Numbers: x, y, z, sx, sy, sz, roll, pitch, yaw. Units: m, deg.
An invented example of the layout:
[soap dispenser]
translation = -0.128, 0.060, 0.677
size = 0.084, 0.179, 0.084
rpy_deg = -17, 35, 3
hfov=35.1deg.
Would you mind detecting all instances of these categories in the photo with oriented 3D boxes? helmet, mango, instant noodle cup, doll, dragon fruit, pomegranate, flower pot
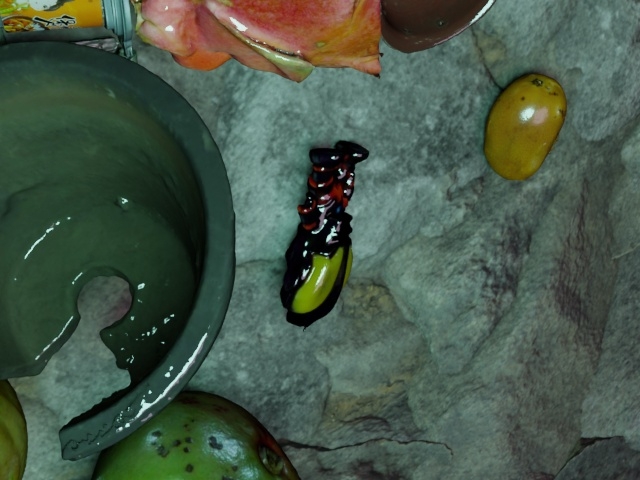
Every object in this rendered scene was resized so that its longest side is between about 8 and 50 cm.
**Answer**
[helmet]
translation = 0.112, -0.303, 1.134
size = 0.155, 0.106, 0.175
rpy_deg = 23, 108, -43
[mango]
translation = 0.275, -0.146, 1.363
size = 0.105, 0.084, 0.159
rpy_deg = -7, 121, -25
[instant noodle cup]
translation = -0.243, -0.255, 0.886
size = 0.125, 0.177, 0.208
rpy_deg = -12, 105, -13
[doll]
translation = 0.001, 0.001, 1.261
size = 0.127, 0.088, 0.248
rpy_deg = 2, 112, -36
[dragon fruit]
translation = -0.060, -0.287, 0.915
size = 0.226, 0.305, 0.305
rpy_deg = -4, 124, 2
[pomegranate]
translation = -0.181, 0.341, 1.227
size = 0.323, 0.291, 0.291
rpy_deg = -29, 131, -6
[flower pot]
translation = -0.238, 0.022, 0.957
size = 0.379, 0.379, 0.251
rpy_deg = -44, 164, -4

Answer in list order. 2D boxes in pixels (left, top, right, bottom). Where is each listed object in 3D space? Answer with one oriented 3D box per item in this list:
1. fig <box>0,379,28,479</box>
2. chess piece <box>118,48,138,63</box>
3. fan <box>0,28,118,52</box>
[fig]
translation = -0.378, 0.272, 1.048
size = 0.217, 0.217, 0.321
rpy_deg = -29, 116, -17
[chess piece]
translation = -0.189, -0.161, 1.061
size = 0.042, 0.042, 0.093
rpy_deg = -34, 125, -13
[fan]
translation = -0.365, -0.146, 0.962
size = 0.294, 0.012, 0.223
rpy_deg = 19, 105, -40
